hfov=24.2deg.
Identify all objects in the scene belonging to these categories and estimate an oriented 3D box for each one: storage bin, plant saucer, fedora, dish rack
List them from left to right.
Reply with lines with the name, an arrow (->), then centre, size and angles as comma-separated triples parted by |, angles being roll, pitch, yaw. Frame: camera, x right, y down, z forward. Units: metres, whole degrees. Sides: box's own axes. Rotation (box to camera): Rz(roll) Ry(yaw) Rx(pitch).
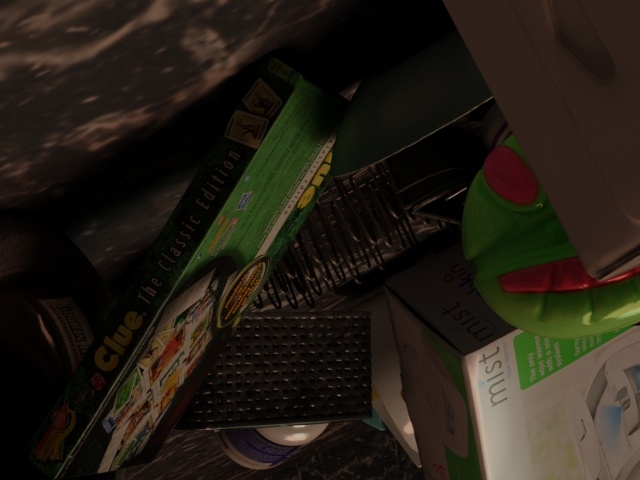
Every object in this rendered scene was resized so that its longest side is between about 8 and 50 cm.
fedora -> -0.216, 0.106, 0.865 | 0.124, 0.244, 0.275 | 0, -176, 17
storage bin -> -0.060, 0.095, 1.115 | 0.180, 0.084, 0.122 | 3, 175, -39
dish rack -> 0.000, 0.000, 1.107 | 0.271, 0.074, 0.208 | -29, 167, 16
plant saucer -> 0.078, -0.102, 0.830 | 0.195, 0.037, 0.195 | -33, -172, 6

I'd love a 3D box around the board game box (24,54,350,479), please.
board game box -> -0.066, 0.020, 0.867 | 0.260, 0.030, 0.136 | -58, 161, 5

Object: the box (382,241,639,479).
box -> 0.192, 0.109, 1.237 | 0.231, 0.127, 0.262 | -26, 129, -19

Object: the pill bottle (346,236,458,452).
pill bottle -> 0.222, 0.066, 1.547 | 0.361, 0.204, 0.204 | -27, 168, 7

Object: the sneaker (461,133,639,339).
sneaker -> 0.326, -0.062, 0.936 | 0.483, 0.185, 0.202 | -13, 173, 11

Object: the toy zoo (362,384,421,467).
toy zoo -> 0.162, 0.136, 1.754 | 0.293, 0.192, 0.030 | -28, 167, 12

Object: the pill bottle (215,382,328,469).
pill bottle -> -0.047, 0.194, 1.751 | 0.112, 0.112, 0.187 | -20, 167, -28

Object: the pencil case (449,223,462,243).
pencil case -> 0.221, -0.052, 1.302 | 0.236, 0.104, 0.104 | -21, 167, -19

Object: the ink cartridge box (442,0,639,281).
ink cartridge box -> 0.224, -0.136, 0.690 | 0.270, 0.198, 0.197 | -19, 167, -35

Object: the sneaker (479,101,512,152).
sneaker -> 0.265, -0.061, 1.163 | 0.282, 0.161, 0.102 | -19, 147, -37
